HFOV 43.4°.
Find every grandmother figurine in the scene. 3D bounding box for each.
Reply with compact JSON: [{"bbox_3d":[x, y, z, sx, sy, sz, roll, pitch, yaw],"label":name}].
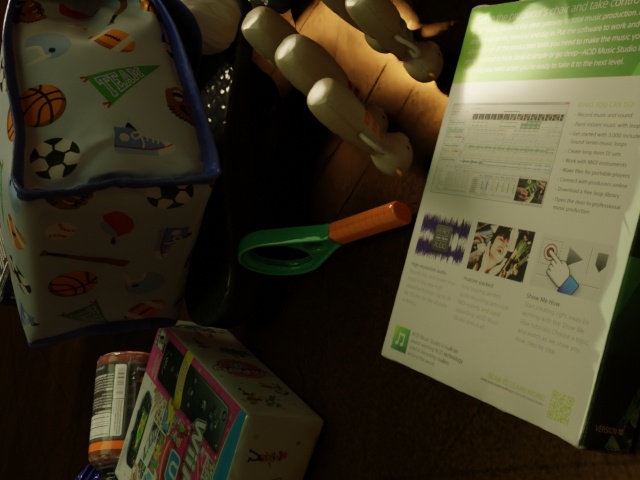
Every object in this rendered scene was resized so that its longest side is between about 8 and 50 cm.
[{"bbox_3d":[-0.202,-0.306,1.093,0.342,0.104,0.207,29,126,57],"label":"grandmother figurine"}]

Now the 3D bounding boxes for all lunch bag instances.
[{"bbox_3d":[-0.267,-0.122,0.959,0.327,0.239,0.385,116,140,-50],"label":"lunch bag"}]

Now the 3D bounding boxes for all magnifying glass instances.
[{"bbox_3d":[0.000,0.000,0.862,0.231,0.092,0.026,-20,57,42],"label":"magnifying glass"}]

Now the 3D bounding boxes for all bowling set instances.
[{"bbox_3d":[0.060,-0.199,0.814,0.200,0.154,0.287,-45,38,12],"label":"bowling set"}]

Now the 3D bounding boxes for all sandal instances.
[{"bbox_3d":[-0.111,-0.103,1.059,0.168,0.107,0.445,-18,68,52],"label":"sandal"}]

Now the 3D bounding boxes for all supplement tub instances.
[{"bbox_3d":[-0.278,0.267,1.165,0.106,0.106,0.197,-31,53,49],"label":"supplement tub"}]

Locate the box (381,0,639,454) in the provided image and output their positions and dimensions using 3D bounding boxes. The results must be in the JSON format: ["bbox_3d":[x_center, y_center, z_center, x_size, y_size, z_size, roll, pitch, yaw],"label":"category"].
[{"bbox_3d":[0.170,-0.031,0.619,0.232,0.059,0.321,17,93,59],"label":"box"}]

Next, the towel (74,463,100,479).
[{"bbox_3d":[-0.390,0.469,1.132,0.227,0.076,0.308,-62,-3,22],"label":"towel"}]

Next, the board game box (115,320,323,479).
[{"bbox_3d":[-0.134,0.247,0.952,0.303,0.098,0.223,26,101,58],"label":"board game box"}]

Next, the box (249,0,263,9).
[{"bbox_3d":[-0.127,-0.335,1.244,0.081,0.028,0.136,41,114,56],"label":"box"}]

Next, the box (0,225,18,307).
[{"bbox_3d":[-0.453,-0.061,1.418,0.296,0.183,0.294,43,113,55],"label":"box"}]

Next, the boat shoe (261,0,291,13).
[{"bbox_3d":[-0.114,-0.415,1.163,0.254,0.095,0.079,43,133,28],"label":"boat shoe"}]
